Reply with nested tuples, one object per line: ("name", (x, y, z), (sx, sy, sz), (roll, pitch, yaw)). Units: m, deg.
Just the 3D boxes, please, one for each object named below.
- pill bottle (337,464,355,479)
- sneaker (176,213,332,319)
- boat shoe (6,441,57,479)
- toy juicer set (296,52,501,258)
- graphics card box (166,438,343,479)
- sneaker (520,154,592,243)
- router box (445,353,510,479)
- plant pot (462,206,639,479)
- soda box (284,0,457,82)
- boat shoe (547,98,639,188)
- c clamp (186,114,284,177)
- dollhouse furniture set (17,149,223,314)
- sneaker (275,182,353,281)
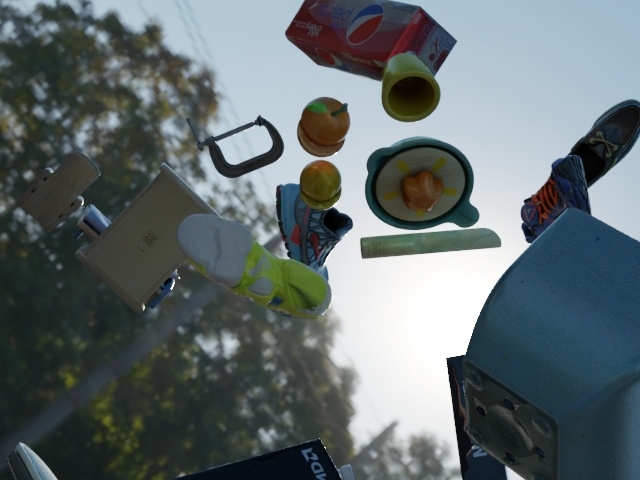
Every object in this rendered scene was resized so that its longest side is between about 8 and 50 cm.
("pill bottle", (0.002, 0.427, 2.109), (0.065, 0.116, 0.065), (163, -90, -86))
("sneaker", (-0.099, 0.051, 1.744), (0.240, 0.091, 0.126), (31, -17, 4))
("boat shoe", (-0.474, 0.493, 2.126), (0.305, 0.091, 0.109), (54, 0, 19))
("toy juicer set", (0.086, -0.057, 1.497), (0.089, 0.209, 0.329), (-99, 165, -51))
("graphics card box", (-0.169, 0.344, 1.309), (0.094, 0.371, 0.233), (60, -40, 28))
("sneaker", (0.312, -0.041, 1.633), (0.221, 0.087, 0.083), (75, 7, -63))
("router box", (0.299, 0.396, 2.232), (0.309, 0.081, 0.243), (-92, 168, -49))
("plant pot", (0.306, 0.160, 1.450), (0.248, 0.252, 0.247), (34, -34, 39))
("soda box", (0.062, -0.277, 1.662), (0.083, 0.092, 0.263), (35, -5, -37))
("boat shoe", (0.480, -0.149, 2.117), (0.081, 0.228, 0.069), (42, 16, 5))
("c clamp", (-0.154, -0.186, 2.278), (0.022, 0.161, 0.137), (-97, 170, -70))
("dollhouse furniture set", (-0.315, -0.053, 2.020), (0.286, 0.198, 0.303), (44, 0, -11))
("sneaker", (0.000, 0.000, 2.162), (0.262, 0.125, 0.104), (74, 10, -51))
